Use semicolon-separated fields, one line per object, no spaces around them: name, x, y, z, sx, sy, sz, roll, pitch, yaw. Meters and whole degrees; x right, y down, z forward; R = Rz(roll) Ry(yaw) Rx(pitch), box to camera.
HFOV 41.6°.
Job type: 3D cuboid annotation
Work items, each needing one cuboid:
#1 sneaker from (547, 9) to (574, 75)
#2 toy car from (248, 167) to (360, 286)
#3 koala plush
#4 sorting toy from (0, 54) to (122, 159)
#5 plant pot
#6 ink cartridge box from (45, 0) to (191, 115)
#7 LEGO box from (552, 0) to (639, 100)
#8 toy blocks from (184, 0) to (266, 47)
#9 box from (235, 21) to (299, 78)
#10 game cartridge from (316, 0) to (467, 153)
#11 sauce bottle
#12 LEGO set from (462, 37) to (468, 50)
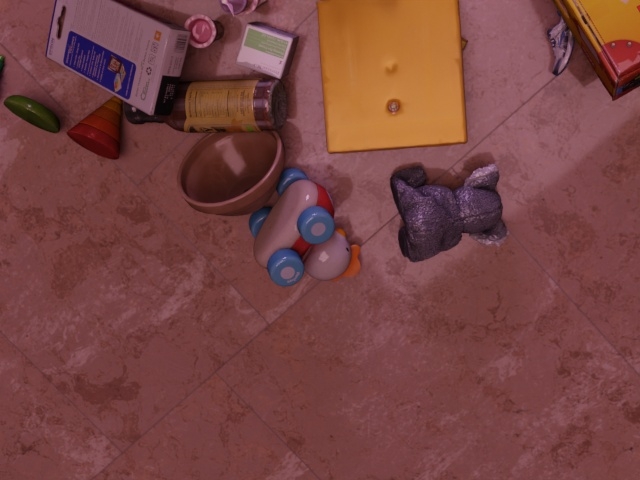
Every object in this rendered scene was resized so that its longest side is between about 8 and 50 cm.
sneaker;0.474;-0.395;1.668;0.058;0.052;0.135;16;99;14
toy car;0.000;0.000;1.785;0.238;0.219;0.210;26;108;-30
koala plush;0.272;-0.054;1.721;0.221;0.203;0.196;-10;104;-2
sorting toy;-0.576;-0.305;1.821;0.365;0.127;0.126;24;78;4
plant pot;-0.171;-0.132;1.762;0.237;0.237;0.110;-19;138;12
ink cartridge box;-0.424;-0.400;1.725;0.371;0.069;0.176;29;112;30
LEGO box;0.553;-0.561;1.459;0.372;0.193;0.500;-29;81;14
toy blocks;-0.198;-0.561;1.600;0.309;0.260;0.288;-31;98;14
box;-0.108;-0.388;1.716;0.101;0.102;0.087;19;108;1
game cartridge;0.143;-0.344;1.688;0.285;0.053;0.323;-3;93;10
sauce bottle;-0.242;-0.278;1.748;0.344;0.111;0.111;3;106;21
LEGO set;0.180;-0.345;1.713;0.244;0.060;0.182;-4;108;9
